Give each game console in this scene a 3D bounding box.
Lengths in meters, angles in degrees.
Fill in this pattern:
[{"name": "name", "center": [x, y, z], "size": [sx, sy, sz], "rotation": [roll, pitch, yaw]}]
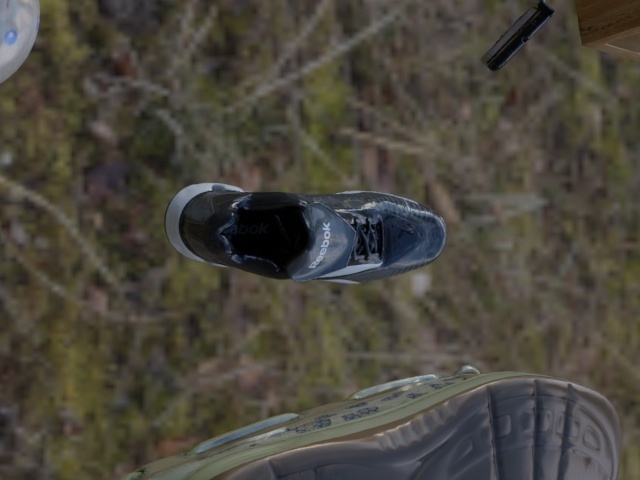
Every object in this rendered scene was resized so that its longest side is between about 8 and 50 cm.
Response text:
[{"name": "game console", "center": [0.160, -0.208, 1.641], "size": [0.071, 0.107, 0.122], "rotation": [44, 8, -4]}]

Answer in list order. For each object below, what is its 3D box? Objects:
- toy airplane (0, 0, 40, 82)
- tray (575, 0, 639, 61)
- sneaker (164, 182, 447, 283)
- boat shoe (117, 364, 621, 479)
[{"name": "toy airplane", "center": [-0.236, -0.198, 0.956], "size": [0.386, 0.384, 0.272], "rotation": [-21, 103, -22]}, {"name": "tray", "center": [0.404, -0.208, 1.341], "size": [0.202, 0.411, 0.076], "rotation": [7, 74, -48]}, {"name": "sneaker", "center": [0.000, 0.000, 1.515], "size": [0.234, 0.106, 0.078], "rotation": [4, 97, -19]}, {"name": "boat shoe", "center": [0.028, 0.111, 0.896], "size": [0.285, 0.089, 0.105], "rotation": [-2, 98, -41]}]
